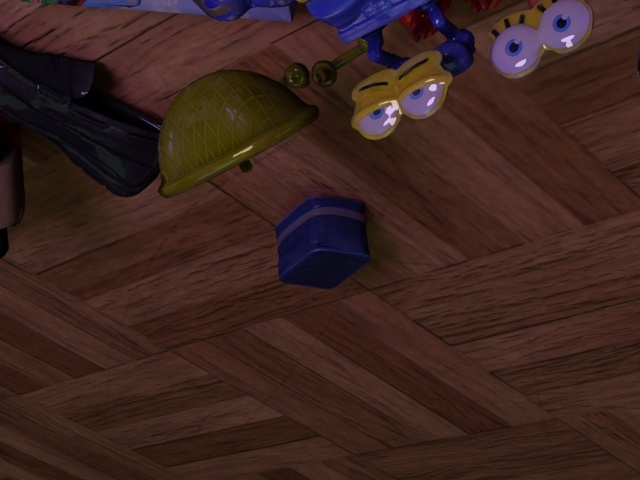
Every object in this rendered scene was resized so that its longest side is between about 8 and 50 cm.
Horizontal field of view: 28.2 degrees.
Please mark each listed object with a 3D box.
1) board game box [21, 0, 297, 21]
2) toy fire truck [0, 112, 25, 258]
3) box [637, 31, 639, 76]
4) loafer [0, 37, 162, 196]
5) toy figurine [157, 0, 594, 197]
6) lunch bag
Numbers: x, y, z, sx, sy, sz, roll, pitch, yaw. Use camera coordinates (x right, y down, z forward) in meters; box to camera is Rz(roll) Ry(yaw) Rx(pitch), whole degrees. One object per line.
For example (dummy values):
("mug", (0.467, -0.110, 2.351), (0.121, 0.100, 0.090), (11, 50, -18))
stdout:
("board game box", (-0.128, -0.224, 0.882), (0.211, 0.039, 0.160), (5, 149, 10))
("toy fire truck", (-0.376, -0.063, 1.159), (0.217, 0.246, 0.158), (-1, 116, -6))
("box", (0.280, -0.173, 0.744), (0.036, 0.114, 0.207), (30, 145, -27))
("loafer", (-0.218, -0.125, 1.063), (0.223, 0.076, 0.078), (37, 106, -25))
("toy figurine", (0.000, -0.192, 0.793), (0.362, 0.191, 0.217), (-21, 115, 34))
("lunch bag", (0.000, 0.000, 1.189), (0.067, 0.065, 0.098), (10, 153, -28))
